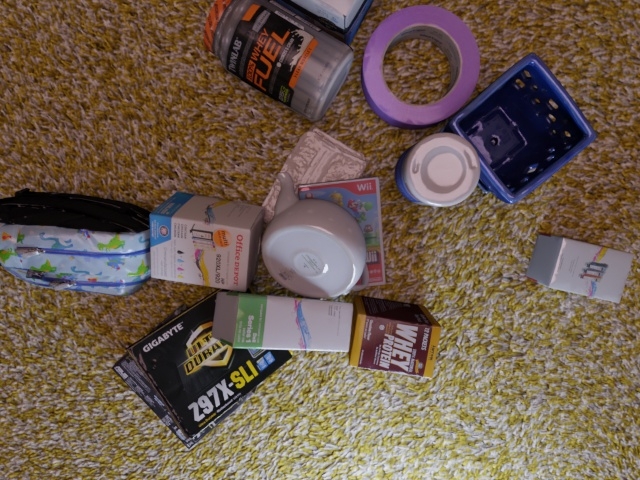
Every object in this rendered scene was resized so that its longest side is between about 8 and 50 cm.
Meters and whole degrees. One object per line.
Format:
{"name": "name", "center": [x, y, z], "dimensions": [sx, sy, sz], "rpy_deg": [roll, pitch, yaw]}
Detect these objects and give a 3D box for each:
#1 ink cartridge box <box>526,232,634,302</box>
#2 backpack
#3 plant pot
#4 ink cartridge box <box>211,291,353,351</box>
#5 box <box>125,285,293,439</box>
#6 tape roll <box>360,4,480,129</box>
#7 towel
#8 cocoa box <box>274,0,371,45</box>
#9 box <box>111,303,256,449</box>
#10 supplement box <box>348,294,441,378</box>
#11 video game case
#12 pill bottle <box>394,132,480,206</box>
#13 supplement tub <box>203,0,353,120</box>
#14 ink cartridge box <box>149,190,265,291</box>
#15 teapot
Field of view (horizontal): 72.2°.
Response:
{"name": "ink cartridge box", "center": [0.638, 0.065, 1.090], "dimensions": [0.176, 0.128, 0.127], "rpy_deg": [14, 96, 0]}
{"name": "backpack", "center": [-0.572, 0.000, 1.070], "dimensions": [0.356, 0.290, 0.273], "rpy_deg": [-7, 104, -4]}
{"name": "plant pot", "center": [0.429, -0.245, 1.023], "dimensions": [0.236, 0.212, 0.236], "rpy_deg": [-39, 94, 5]}
{"name": "ink cartridge box", "center": [-0.092, 0.190, 1.036], "dimensions": [0.279, 0.201, 0.116], "rpy_deg": [9, 81, -25]}
{"name": "box", "center": [-0.264, 0.278, 1.091], "dimensions": [0.322, 0.079, 0.257], "rpy_deg": [-33, 96, -29]}
{"name": "tape roll", "center": [0.238, -0.416, 1.075], "dimensions": [0.275, 0.090, 0.274], "rpy_deg": [0, 95, 2]}
{"name": "towel", "center": [-0.020, -0.134, 1.133], "dimensions": [0.187, 0.049, 0.282], "rpy_deg": [30, 96, -1]}
{"name": "cocoa box", "center": [0.045, -0.662, 0.985], "dimensions": [0.232, 0.228, 0.346], "rpy_deg": [29, 96, -1]}
{"name": "box", "center": [-0.361, 0.364, 1.182], "dimensions": [0.242, 0.076, 0.307], "rpy_deg": [-42, 93, 5]}
{"name": "supplement box", "center": [0.173, 0.232, 1.092], "dimensions": [0.194, 0.191, 0.128], "rpy_deg": [9, 96, 0]}
{"name": "video game case", "center": [0.058, -0.011, 1.122], "dimensions": [0.204, 0.025, 0.284], "rpy_deg": [-7, 104, -5]}
{"name": "pill bottle", "center": [0.252, -0.155, 1.008], "dimensions": [0.153, 0.272, 0.152], "rpy_deg": [0, 97, 2]}
{"name": "supplement tub", "center": [-0.098, -0.437, 1.031], "dimensions": [0.316, 0.193, 0.193], "rpy_deg": [30, 96, -1]}
{"name": "ink cartridge box", "center": [-0.269, 0.001, 1.076], "dimensions": [0.233, 0.168, 0.171], "rpy_deg": [9, 114, 1]}
{"name": "teapot", "center": [0.000, 0.000, 1.017], "dimensions": [0.253, 0.187, 0.255], "rpy_deg": [12, 129, 9]}
